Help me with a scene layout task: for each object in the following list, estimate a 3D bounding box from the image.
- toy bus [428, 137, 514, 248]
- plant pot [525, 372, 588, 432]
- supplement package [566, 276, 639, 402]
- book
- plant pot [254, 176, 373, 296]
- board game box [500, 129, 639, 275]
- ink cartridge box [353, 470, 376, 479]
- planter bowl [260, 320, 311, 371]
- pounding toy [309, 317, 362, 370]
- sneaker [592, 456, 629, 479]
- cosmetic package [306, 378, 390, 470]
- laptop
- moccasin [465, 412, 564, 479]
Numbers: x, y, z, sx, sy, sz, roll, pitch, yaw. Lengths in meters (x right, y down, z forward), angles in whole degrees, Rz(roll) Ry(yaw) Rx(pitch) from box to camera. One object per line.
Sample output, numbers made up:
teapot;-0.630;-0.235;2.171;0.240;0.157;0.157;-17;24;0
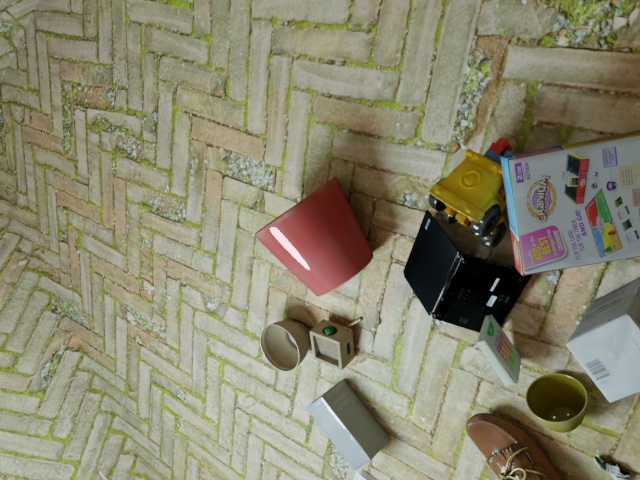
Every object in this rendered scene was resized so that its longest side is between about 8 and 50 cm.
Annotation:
toy bus;0.371;-0.114;1.248;0.149;0.220;0.211;37;93;34
plant pot;0.562;0.395;1.309;0.134;0.134;0.095;0;132;38
supplement package;0.613;0.186;1.105;0.134;0.244;0.139;-42;78;38
book;0.432;0.264;1.344;0.035;0.096;0.144;-25;109;40
plant pot;0.000;0.000;1.520;0.275;0.275;0.243;-32;95;40
board game box;0.535;-0.077;1.093;0.316;0.064;0.242;-9;101;9
ink cartridge box;0.151;0.790;1.818;0.083;0.028;0.048;31;122;25
planter bowl;-0.099;0.325;1.795;0.162;0.109;0.162;14;114;34
pounding toy;0.051;0.299;1.691;0.130;0.100;0.141;15;125;34
sneaker;0.687;0.535;1.316;0.083;0.032;0.037;37;111;16
cosmetic package;0.088;0.568;1.727;0.238;0.127;0.107;53;129;12
laptop;0.352;0.086;1.394;0.264;0.136;0.234;17;132;5
moccasin;0.507;0.603;1.398;0.380;0.147;0.139;54;129;9
